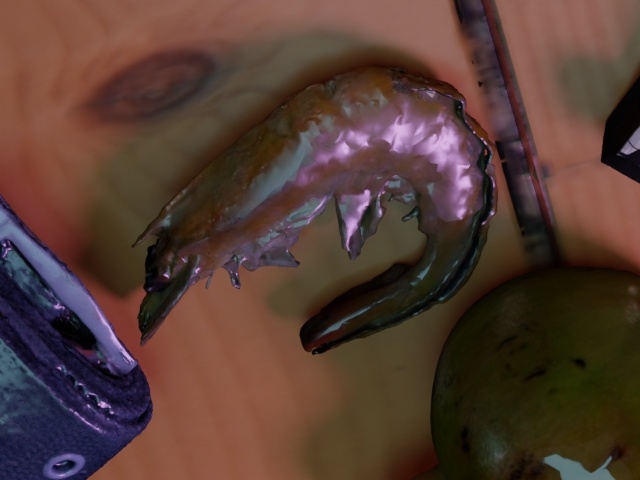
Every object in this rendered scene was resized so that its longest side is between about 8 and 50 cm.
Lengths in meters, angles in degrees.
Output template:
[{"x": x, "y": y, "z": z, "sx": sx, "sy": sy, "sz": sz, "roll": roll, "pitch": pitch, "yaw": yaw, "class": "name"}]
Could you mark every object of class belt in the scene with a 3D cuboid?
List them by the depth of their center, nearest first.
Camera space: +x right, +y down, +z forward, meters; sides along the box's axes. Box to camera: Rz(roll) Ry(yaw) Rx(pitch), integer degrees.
[{"x": -0.197, "y": 0.056, "z": 0.887, "sx": 0.128, "sy": 0.122, "sz": 0.218, "roll": -37, "pitch": 102, "yaw": 15, "class": "belt"}]

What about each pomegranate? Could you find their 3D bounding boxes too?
[{"x": 0.132, "y": 0.127, "z": 0.861, "sx": 0.240, "sy": 0.159, "sz": 0.190, "roll": -10, "pitch": 110, "yaw": 16, "class": "pomegranate"}]

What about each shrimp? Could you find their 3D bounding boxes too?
[{"x": 0.000, "y": -0.001, "z": 0.883, "sx": 0.173, "sy": 0.058, "sz": 0.253, "roll": 40, "pitch": 109, "yaw": -19, "class": "shrimp"}]

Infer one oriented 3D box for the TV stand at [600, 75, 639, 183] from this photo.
[{"x": 0.235, "y": -0.135, "z": 0.766, "sx": 0.040, "sy": 0.049, "sz": 0.256, "roll": 28, "pitch": 128, "yaw": -4, "class": "TV stand"}]
